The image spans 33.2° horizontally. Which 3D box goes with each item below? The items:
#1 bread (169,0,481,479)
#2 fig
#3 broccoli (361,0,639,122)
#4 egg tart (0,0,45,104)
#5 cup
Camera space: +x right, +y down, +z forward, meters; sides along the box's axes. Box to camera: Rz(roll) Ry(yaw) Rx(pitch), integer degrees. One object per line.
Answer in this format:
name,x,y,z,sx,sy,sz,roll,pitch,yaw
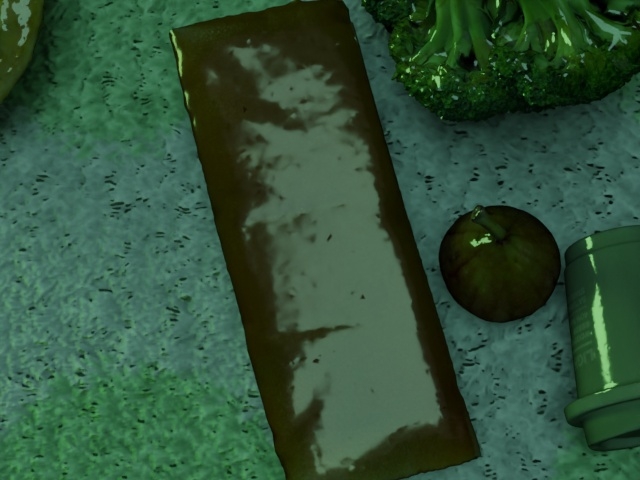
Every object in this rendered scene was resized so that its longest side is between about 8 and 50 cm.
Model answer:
bread,0.000,0.000,0.793,0.138,0.077,0.361,-16,80,4
fig,0.127,0.010,0.755,0.089,0.125,0.088,-2,76,8
broccoli,0.115,-0.216,0.731,0.269,0.269,0.254,16,70,8
egg tart,-0.333,-0.192,0.852,0.279,0.095,0.278,-2,79,10
cup,0.219,0.067,0.750,0.120,0.120,0.141,-11,67,4
